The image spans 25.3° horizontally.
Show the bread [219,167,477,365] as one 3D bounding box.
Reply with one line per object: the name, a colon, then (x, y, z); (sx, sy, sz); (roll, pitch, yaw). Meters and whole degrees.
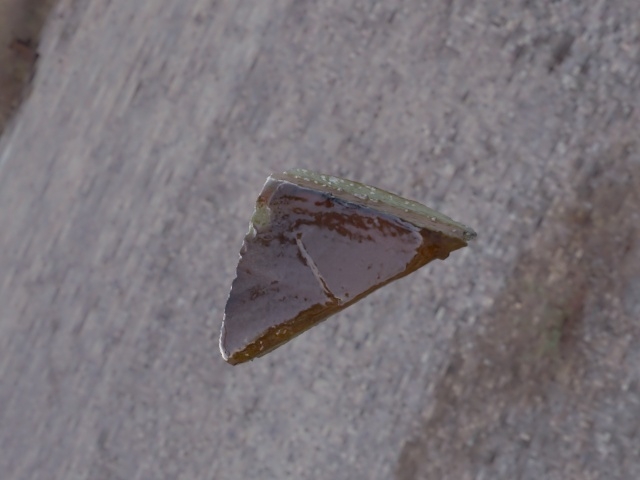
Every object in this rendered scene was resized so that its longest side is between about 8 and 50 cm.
bread: (0.000, 0.000, 0.542); (0.109, 0.062, 0.043); (-27, 1, 21)
